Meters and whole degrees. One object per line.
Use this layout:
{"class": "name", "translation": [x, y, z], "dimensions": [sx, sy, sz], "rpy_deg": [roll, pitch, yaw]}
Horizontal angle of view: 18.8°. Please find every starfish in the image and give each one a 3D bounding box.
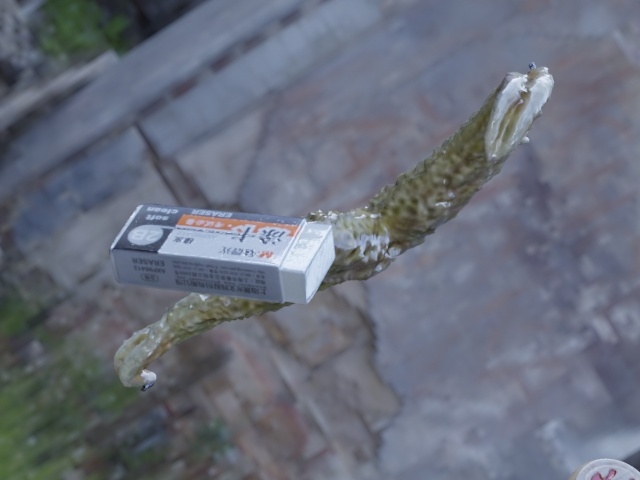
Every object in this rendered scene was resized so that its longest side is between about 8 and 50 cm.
{"class": "starfish", "translation": [0.000, 0.000, 1.548], "dimensions": [0.082, 0.432, 0.324], "rpy_deg": [64, 2, 8]}

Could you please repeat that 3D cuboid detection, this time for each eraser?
{"class": "eraser", "translation": [-0.057, 0.007, 1.115], "dimensions": [0.052, 0.122, 0.029], "rpy_deg": [-60, 150, -49]}

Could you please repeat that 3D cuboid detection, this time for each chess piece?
{"class": "chess piece", "translation": [0.251, 0.232, 1.686], "dimensions": [0.084, 0.083, 0.038], "rpy_deg": [63, -27, 29]}
